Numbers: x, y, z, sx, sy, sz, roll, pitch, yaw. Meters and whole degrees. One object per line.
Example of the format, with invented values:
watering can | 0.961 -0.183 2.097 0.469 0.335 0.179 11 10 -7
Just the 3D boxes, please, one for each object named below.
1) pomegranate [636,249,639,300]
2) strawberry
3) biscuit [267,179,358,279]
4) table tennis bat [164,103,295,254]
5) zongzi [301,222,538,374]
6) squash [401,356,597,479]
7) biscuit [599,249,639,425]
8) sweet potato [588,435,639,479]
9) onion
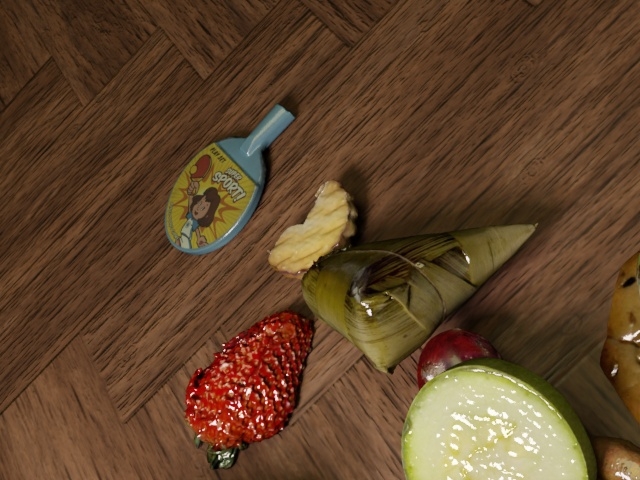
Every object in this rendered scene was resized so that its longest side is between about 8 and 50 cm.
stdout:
pomegranate | 0.456 0.028 0.971 0.284 0.340 0.285 -18 53 24
strawberry | -0.128 0.223 1.502 0.188 0.106 0.286 26 83 40
biscuit | 0.000 0.000 1.559 0.183 0.061 0.118 -46 51 10
table tennis bat | -0.168 -0.116 1.756 0.329 0.044 0.215 -49 47 6
zongzi | 0.135 0.038 1.401 0.300 0.145 0.274 -34 22 -12
squash | 0.217 0.276 1.189 0.252 0.049 0.252 7 102 33
biscuit | 0.510 0.111 1.147 0.359 0.046 0.359 -17 57 29
sweet potato | 0.344 0.268 1.173 0.226 0.068 0.068 13 75 49
onion | 0.188 0.183 1.289 0.131 0.131 0.131 -16 58 28
